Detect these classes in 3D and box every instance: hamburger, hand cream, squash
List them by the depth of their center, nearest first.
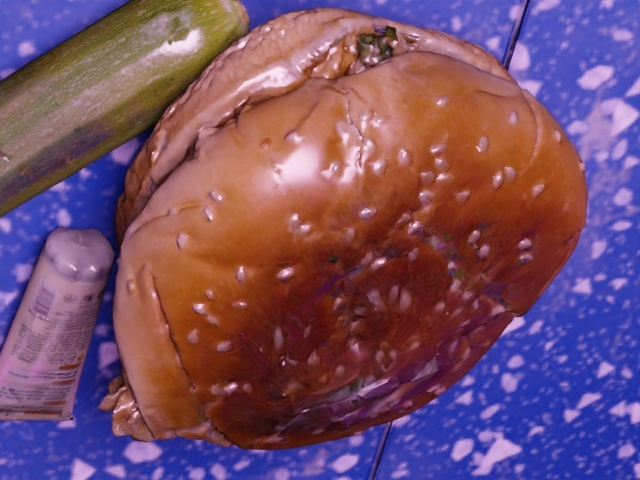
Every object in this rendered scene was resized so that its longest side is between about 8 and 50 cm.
[{"bbox_3d":[-0.138,-0.063,1.017,0.229,0.066,0.066,-32,127,4],"label":"squash"},{"bbox_3d":[0.000,0.000,1.036,0.286,0.146,0.243,-25,141,-1],"label":"hamburger"},{"bbox_3d":[-0.152,0.052,1.112,0.061,0.039,0.143,3,131,-29],"label":"hand cream"}]
